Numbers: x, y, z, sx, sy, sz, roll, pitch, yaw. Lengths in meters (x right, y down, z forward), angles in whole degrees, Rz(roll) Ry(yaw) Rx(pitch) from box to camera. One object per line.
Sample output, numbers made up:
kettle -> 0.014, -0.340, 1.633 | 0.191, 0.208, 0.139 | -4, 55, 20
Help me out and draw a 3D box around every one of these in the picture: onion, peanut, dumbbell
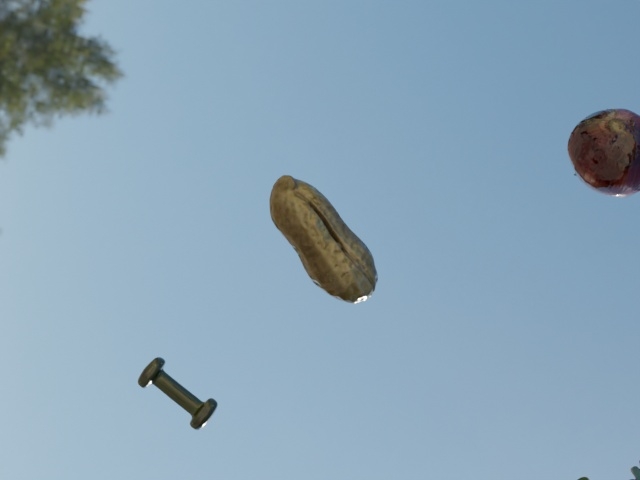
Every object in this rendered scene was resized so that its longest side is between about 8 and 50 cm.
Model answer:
onion -> 0.399, -0.119, 1.708 | 0.131, 0.131, 0.131 | -43, -141, 50
peanut -> 0.000, 0.000, 1.464 | 0.080, 0.174, 0.080 | -37, 178, -1
dumbbell -> -0.202, 0.216, 1.776 | 0.052, 0.118, 0.046 | -52, 180, -6

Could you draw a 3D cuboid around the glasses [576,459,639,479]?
glasses -> 0.371, 0.334, 1.453 | 0.255, 0.095, 0.162 | -20, -127, 16
